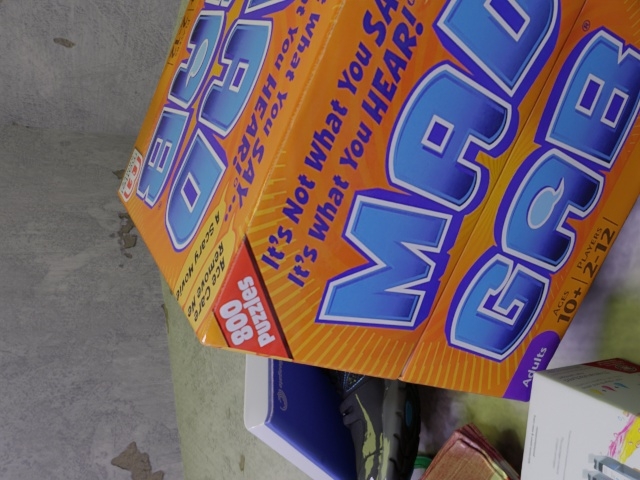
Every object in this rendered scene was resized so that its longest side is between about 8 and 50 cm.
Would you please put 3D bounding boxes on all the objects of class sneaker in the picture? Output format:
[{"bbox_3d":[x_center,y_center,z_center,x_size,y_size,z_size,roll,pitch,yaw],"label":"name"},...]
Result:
[{"bbox_3d":[0.064,0.196,0.794,0.140,0.125,0.341,-6,62,19],"label":"sneaker"}]

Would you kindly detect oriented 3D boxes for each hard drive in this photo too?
[{"bbox_3d":[-0.003,0.238,0.806,0.040,0.318,0.210,-23,41,16],"label":"hard drive"}]

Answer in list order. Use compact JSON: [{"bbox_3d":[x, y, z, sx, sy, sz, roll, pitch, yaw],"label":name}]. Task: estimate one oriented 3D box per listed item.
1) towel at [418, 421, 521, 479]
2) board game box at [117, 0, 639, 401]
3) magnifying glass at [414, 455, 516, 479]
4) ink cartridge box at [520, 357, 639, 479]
[{"bbox_3d":[0.210,0.401,0.608,0.329,0.037,0.237,47,126,38],"label":"towel"},{"bbox_3d":[0.055,-0.106,0.565,0.356,0.356,0.356,37,106,56],"label":"board game box"},{"bbox_3d":[0.158,0.320,0.751,0.231,0.092,0.026,-28,90,47],"label":"magnifying glass"},{"bbox_3d":[0.281,0.190,0.462,0.176,0.128,0.127,18,105,60],"label":"ink cartridge box"}]
